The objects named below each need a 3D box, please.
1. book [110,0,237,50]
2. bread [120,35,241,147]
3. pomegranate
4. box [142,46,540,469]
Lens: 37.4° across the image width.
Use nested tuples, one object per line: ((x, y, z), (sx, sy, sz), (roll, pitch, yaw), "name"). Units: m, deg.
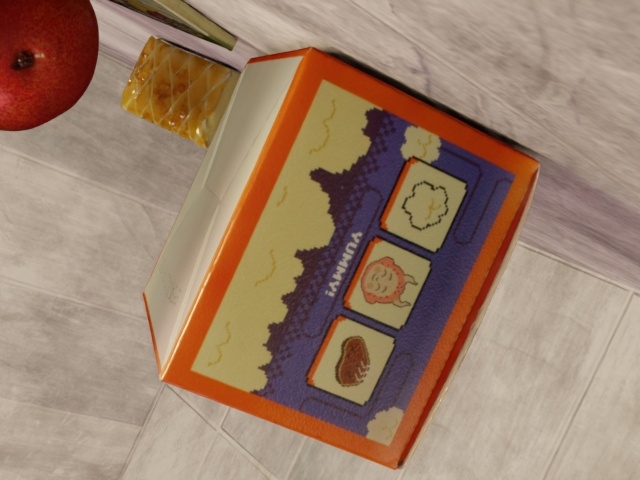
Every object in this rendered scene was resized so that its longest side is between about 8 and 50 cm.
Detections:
((-0.245, -0.278, 0.930), (0.228, 0.018, 0.322), (26, -177, 26), "book")
((-0.211, -0.229, 1.455), (0.188, 0.125, 0.068), (27, -170, 30), "bread")
((-0.390, -0.252, 1.165), (0.221, 0.221, 0.257), (22, -160, -47), "pomegranate")
((0.000, 0.000, 0.976), (0.257, 0.319, 0.348), (23, -178, -16), "box")
